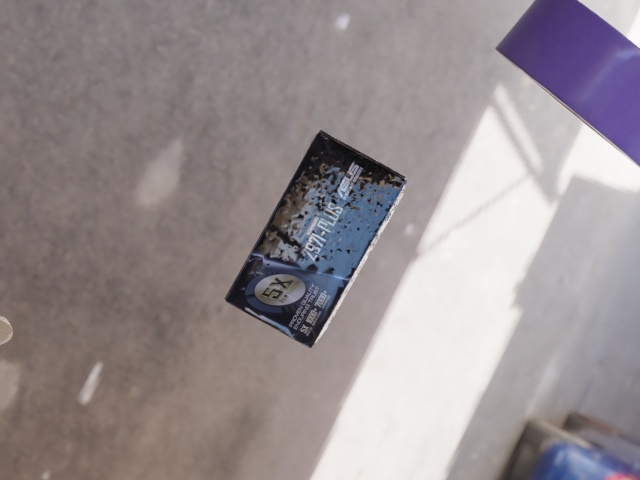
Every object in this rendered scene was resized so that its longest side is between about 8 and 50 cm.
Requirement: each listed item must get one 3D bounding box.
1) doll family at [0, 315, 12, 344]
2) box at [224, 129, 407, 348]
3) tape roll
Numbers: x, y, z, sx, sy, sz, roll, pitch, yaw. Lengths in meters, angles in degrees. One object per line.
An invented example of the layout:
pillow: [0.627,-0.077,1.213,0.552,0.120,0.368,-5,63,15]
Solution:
doll family: [-0.201,0.002,0.688,0.076,0.193,0.111,15,142,-44]
box: [0.000,0.000,1.192,0.147,0.078,0.180,-61,177,1]
tape roll: [0.258,-0.148,1.389,0.080,0.189,0.189,-51,164,10]
